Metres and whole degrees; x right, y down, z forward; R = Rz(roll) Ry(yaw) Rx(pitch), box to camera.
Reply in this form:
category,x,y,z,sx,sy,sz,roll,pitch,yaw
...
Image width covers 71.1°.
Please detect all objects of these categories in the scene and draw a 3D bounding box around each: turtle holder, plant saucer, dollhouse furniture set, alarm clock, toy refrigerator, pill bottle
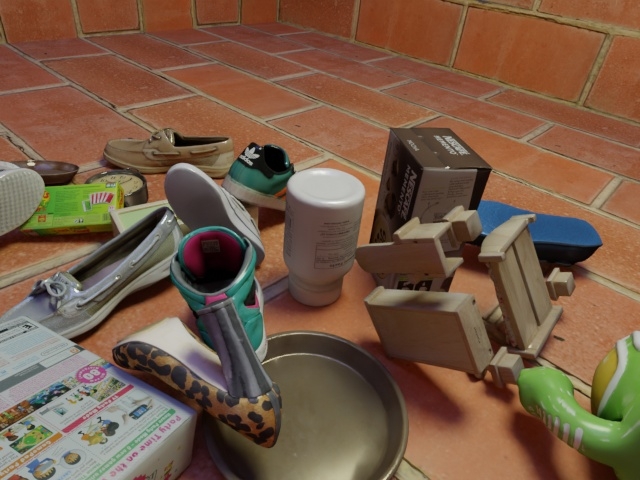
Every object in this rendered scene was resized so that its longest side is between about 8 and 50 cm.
category,x,y,z,sx,sy,sz,roll,pitch,yaw
turtle holder,0.458,0.234,0.579,0.321,0.243,0.227,-29,13,17
plant saucer,-0.019,0.238,0.620,0.278,0.041,0.277,5,35,-4
dollhouse furniture set,0.251,0.045,0.756,0.356,0.303,0.174,-35,20,-36
alarm clock,-0.458,-0.118,1.028,0.130,0.064,0.192,4,38,-4
toy refrigerator,-0.271,-0.034,0.916,0.270,0.094,0.102,-16,41,-30
plant saucer,-0.662,-0.161,1.056,0.169,0.029,0.168,7,20,-2
pill bottle,0.000,0.000,0.794,0.131,0.229,0.131,4,35,-3

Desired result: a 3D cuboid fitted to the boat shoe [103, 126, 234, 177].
category,x,y,z,sx,sy,sz,roll,pitch,yaw
boat shoe,-0.396,-0.245,1.178,0.342,0.110,0.121,4,35,-4

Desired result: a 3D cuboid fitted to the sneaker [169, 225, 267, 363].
category,x,y,z,sx,sy,sz,roll,pitch,yaw
sneaker,-0.160,0.052,0.707,0.124,0.178,0.295,-15,27,-11

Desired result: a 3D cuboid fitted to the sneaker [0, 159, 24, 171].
category,x,y,z,sx,sy,sz,roll,pitch,yaw
sneaker,-0.728,-0.096,0.944,0.283,0.110,0.122,5,53,2

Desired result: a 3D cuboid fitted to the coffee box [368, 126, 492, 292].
category,x,y,z,sx,sy,sz,roll,pitch,yaw
coffee box,0.179,-0.037,0.818,0.119,0.297,0.168,-1,36,-11

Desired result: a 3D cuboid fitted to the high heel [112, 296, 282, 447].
category,x,y,z,sx,sy,sz,roll,pitch,yaw
high heel,-0.170,0.190,0.576,0.261,0.186,0.093,-21,3,34

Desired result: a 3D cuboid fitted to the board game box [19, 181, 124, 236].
category,x,y,z,sx,sy,sz,roll,pitch,yaw
board game box,-0.499,-0.063,0.908,0.182,0.043,0.092,-5,71,-6

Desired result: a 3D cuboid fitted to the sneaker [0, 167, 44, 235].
category,x,y,z,sx,sy,sz,roll,pitch,yaw
sneaker,-0.665,-0.049,0.819,0.161,0.102,0.282,20,55,27

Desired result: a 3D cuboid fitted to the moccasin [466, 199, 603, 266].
category,x,y,z,sx,sy,sz,roll,pitch,yaw
moccasin,0.419,0.007,0.963,0.342,0.116,0.137,13,48,0

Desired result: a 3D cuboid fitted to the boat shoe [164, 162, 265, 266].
category,x,y,z,sx,sy,sz,roll,pitch,yaw
boat shoe,-0.194,-0.051,0.838,0.095,0.258,0.084,-23,41,9

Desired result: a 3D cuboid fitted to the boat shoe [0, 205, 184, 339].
category,x,y,z,sx,sy,sz,roll,pitch,yaw
boat shoe,-0.367,0.057,0.734,0.320,0.103,0.118,-33,40,-29

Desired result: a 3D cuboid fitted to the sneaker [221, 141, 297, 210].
category,x,y,z,sx,sy,sz,roll,pitch,yaw
sneaker,-0.091,-0.140,0.990,0.108,0.121,0.302,36,14,16

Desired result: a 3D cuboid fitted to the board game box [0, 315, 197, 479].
category,x,y,z,sx,sy,sz,roll,pitch,yaw
board game box,-0.332,0.218,0.500,0.304,0.097,0.224,20,21,19
